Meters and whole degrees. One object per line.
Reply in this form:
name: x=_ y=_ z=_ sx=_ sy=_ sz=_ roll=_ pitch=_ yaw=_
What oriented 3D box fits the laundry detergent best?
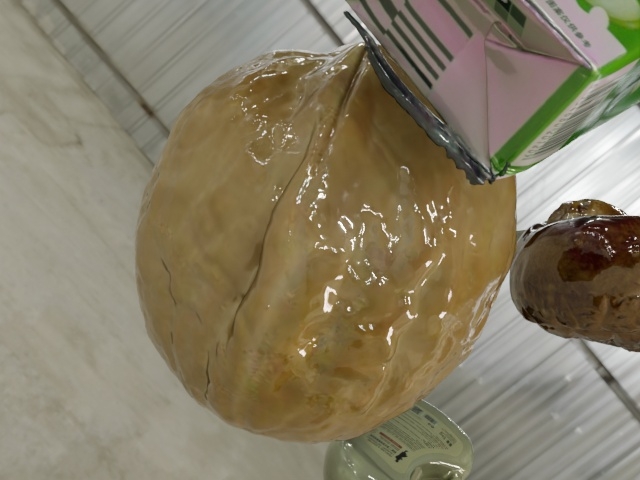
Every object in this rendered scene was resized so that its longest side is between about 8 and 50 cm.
laundry detergent: x=0.096 y=0.317 z=1.138 sx=0.181 sy=0.091 sz=0.253 roll=34 pitch=32 yaw=25

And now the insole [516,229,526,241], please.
insole: x=0.380 y=-0.002 z=1.409 sx=0.080 sy=0.003 sz=0.232 roll=31 pitch=-16 yaw=-28

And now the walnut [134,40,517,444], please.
walnut: x=0.001 y=-0.001 z=0.638 sx=0.277 sy=0.313 sz=0.252 roll=32 pitch=27 yaw=33

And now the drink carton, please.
drink carton: x=0.155 y=-0.163 z=0.466 sx=0.161 sy=0.271 sz=0.108 roll=54 pitch=-27 yaw=14

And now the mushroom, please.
mushroom: x=0.319 y=0.038 z=0.860 sx=0.253 sy=0.154 sz=0.253 roll=9 pitch=0 yaw=0
